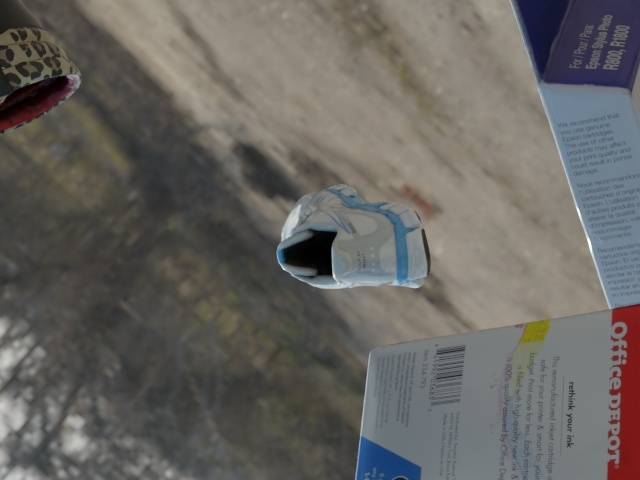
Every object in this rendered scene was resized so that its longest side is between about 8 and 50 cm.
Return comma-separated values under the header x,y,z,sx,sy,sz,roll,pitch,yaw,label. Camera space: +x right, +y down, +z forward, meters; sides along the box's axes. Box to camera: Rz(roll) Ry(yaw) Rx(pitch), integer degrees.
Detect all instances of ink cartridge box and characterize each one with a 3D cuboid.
x,y,z,sx,sy,sz,roll,pitch,yaw,label
0.139,0.119,0.928,0.231,0.134,0.078,-11,145,28,ink cartridge box
0.234,-0.109,1.151,0.071,0.324,0.330,-9,119,23,ink cartridge box

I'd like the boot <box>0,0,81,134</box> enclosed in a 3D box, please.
x,y,z,sx,sy,sz,roll,pitch,yaw,label
-0.252,-0.135,0.892,0.179,0.085,0.236,56,-144,8,boot

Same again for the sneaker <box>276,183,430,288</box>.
x,y,z,sx,sy,sz,roll,pitch,yaw,label
0.000,0.000,1.143,0.190,0.082,0.071,-175,77,-67,sneaker
